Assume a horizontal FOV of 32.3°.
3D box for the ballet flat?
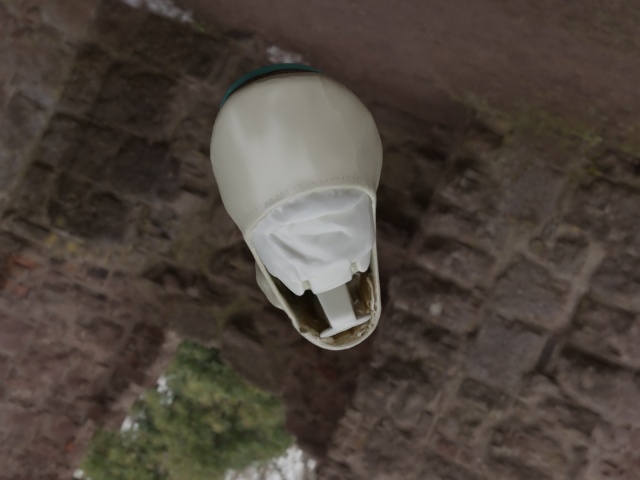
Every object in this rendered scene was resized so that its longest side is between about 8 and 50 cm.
[{"bbox_3d":[0.000,0.000,0.575,0.086,0.086,0.248,24,163,14],"label":"ballet flat"}]
